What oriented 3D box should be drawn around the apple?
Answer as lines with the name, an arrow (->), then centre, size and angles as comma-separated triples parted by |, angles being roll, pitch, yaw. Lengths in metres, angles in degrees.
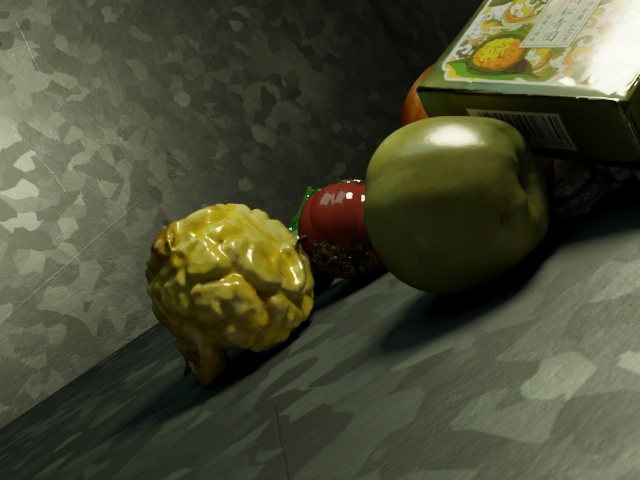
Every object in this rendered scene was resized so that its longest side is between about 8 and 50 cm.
apple -> 0.187, -0.059, 1.049 | 0.262, 0.262, 0.262 | -30, 6, 4

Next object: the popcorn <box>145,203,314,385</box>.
popcorn -> -0.186, 0.107, 1.466 | 0.382, 0.349, 0.349 | -56, -3, 21

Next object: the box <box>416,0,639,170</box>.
box -> 0.404, -0.313, 1.106 | 0.420, 0.138, 0.373 | -53, 36, -13

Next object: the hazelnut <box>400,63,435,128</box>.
hazelnut -> 0.340, -0.266, 1.827 | 0.372, 0.315, 0.372 | -57, -7, -10

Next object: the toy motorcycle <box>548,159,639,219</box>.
toy motorcycle -> 0.474, -0.156, 1.113 | 0.340, 0.108, 0.223 | -36, 10, 15

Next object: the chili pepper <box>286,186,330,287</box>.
chili pepper -> 0.010, -0.002, 1.811 | 0.167, 0.213, 0.385 | 16, 29, 16

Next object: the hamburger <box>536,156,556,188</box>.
hamburger -> 0.373, -0.201, 1.382 | 0.291, 0.225, 0.291 | -30, 9, 5

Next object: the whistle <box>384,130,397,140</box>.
whistle -> 0.201, -0.140, 1.517 | 0.163, 0.163, 0.289 | -30, -28, 12

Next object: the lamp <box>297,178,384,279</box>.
lamp -> 0.064, -0.018, 1.534 | 0.227, 0.227, 0.227 | -30, 6, 4
